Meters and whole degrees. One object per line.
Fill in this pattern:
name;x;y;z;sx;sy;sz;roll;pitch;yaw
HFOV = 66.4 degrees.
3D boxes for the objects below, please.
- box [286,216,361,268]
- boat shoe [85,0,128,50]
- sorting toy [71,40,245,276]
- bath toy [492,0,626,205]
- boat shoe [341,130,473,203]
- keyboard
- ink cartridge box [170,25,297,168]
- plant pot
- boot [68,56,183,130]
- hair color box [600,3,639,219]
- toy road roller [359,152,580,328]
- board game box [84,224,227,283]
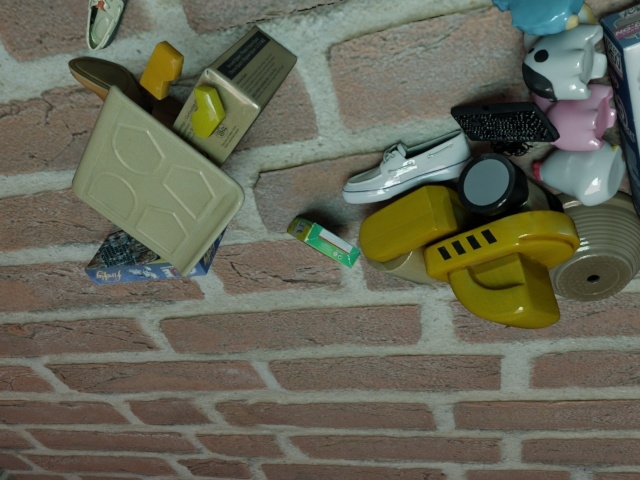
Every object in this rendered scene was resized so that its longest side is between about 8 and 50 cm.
box;0.000;0.000;0.929;0.105;0.179;0.043;31;86;-17
boat shoe;-0.321;-0.348;0.729;0.049;0.043;0.137;27;129;-12
sorting toy;-0.211;-0.102;0.677;0.229;0.041;0.307;41;128;-7
bath toy;0.339;-0.198;0.688;0.129;0.151;0.348;14;149;46
boat shoe;0.138;-0.129;0.829;0.226;0.083;0.076;-16;117;9
keyboard;0.261;-0.153;0.712;0.100;0.192;0.038;39;89;-20
ink cartridge box;-0.152;-0.183;0.744;0.088;0.193;0.234;35;128;-14
plant pot;0.476;0.030;0.879;0.237;0.110;0.237;5;131;6
boot;-0.344;-0.209;0.842;0.197;0.073;0.152;29;135;-12
hair color box;0.508;-0.157;0.655;0.173;0.105;0.347;-17;127;26
toy road roller;0.241;0.035;0.796;0.329;0.241;0.202;-25;149;38
board game box;-0.316;0.006;0.965;0.243;0.165;0.042;-5;131;15
